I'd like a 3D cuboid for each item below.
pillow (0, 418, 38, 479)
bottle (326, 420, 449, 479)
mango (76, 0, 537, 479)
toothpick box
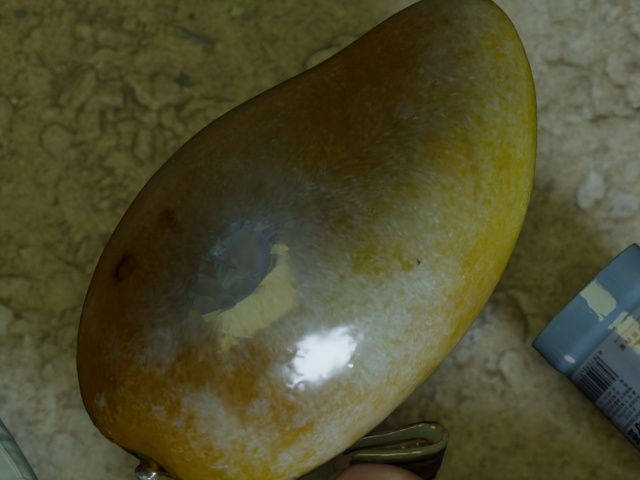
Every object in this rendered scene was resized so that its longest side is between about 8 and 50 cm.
[{"bbox_3d":[-0.362,0.120,1.107,0.255,0.120,0.322,-32,77,-4],"label":"pillow"},{"bbox_3d":[0.132,0.230,1.040,0.297,0.173,0.206,15,47,9],"label":"bottle"},{"bbox_3d":[0.000,0.000,1.072,0.221,0.199,0.384,36,81,12],"label":"mango"},{"bbox_3d":[0.227,0.090,1.088,0.101,0.101,0.153,-43,79,-6],"label":"toothpick box"}]
